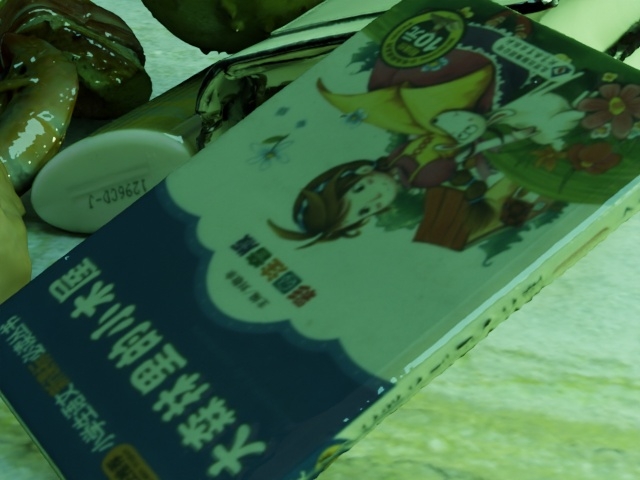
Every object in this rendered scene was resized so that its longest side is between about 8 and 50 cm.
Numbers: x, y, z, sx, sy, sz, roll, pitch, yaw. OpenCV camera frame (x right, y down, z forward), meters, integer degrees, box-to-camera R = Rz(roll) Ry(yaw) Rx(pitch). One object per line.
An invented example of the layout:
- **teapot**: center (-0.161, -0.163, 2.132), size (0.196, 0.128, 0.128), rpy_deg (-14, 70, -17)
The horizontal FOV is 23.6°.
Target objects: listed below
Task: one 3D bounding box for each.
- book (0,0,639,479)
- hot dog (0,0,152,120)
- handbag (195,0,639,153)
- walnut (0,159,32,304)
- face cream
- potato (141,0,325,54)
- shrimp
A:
- **book**: center (0.000, 0.000, 0.715), size (0.322, 0.018, 0.228), rpy_deg (-38, 38, -12)
- **hot dog**: center (-0.206, -0.144, 1.238), size (0.123, 0.093, 0.261), rpy_deg (15, 16, -18)
- **handbag**: center (0.101, -0.113, 1.018), size (0.236, 0.160, 0.358), rpy_deg (0, 21, 27)
- **walnut**: center (-0.267, -0.022, 0.884), size (0.238, 0.141, 0.204), rpy_deg (10, 21, 26)
- **face cream**: center (-0.075, -0.086, 1.084), size (0.139, 0.067, 0.285), rpy_deg (-13, 15, 31)
- **potato**: center (-0.034, -0.244, 1.107), size (0.173, 0.210, 0.307), rpy_deg (11, 19, 21)
- **shrimp**: center (-0.239, -0.118, 1.096), size (0.152, 0.063, 0.287), rpy_deg (-19, 45, 14)
